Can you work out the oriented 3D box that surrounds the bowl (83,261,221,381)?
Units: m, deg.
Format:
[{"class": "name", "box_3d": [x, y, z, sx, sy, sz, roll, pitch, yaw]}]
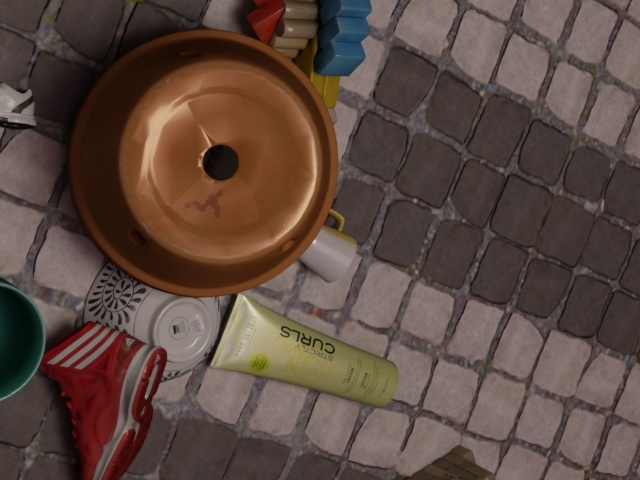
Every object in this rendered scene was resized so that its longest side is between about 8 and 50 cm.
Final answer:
[{"class": "bowl", "box_3d": [-0.170, 0.091, 1.809, 0.170, 0.080, 0.170, -9, 108, -31]}]

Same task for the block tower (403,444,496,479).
[{"class": "block tower", "box_3d": [0.085, 0.384, 2.043, 0.335, 0.097, 0.091, -29, 117, -26]}]

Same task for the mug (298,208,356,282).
[{"class": "mug", "box_3d": [-0.002, 0.004, 1.921, 0.064, 0.078, 0.062, 31, 117, -26]}]

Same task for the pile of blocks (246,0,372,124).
[{"class": "pile of blocks", "box_3d": [-0.014, -0.287, 1.776, 0.112, 0.149, 0.362, -2, 103, -33]}]

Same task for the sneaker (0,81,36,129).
[{"class": "sneaker", "box_3d": [-0.342, -0.142, 1.668, 0.109, 0.040, 0.044, 8, 81, -38]}]

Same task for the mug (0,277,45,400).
[{"class": "mug", "box_3d": [-0.367, 0.085, 1.666, 0.129, 0.097, 0.158, -46, 121, -15]}]

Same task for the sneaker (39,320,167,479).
[{"class": "sneaker", "box_3d": [-0.253, 0.176, 1.789, 0.087, 0.128, 0.221, -42, 158, -60]}]

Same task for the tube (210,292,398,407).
[{"class": "tube", "box_3d": [-0.016, 0.142, 1.939, 0.240, 0.062, 0.070, 22, 49, -30]}]

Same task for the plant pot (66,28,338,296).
[{"class": "plant pot", "box_3d": [-0.111, -0.080, 1.668, 0.290, 0.203, 0.291, 0, 92, -10]}]
